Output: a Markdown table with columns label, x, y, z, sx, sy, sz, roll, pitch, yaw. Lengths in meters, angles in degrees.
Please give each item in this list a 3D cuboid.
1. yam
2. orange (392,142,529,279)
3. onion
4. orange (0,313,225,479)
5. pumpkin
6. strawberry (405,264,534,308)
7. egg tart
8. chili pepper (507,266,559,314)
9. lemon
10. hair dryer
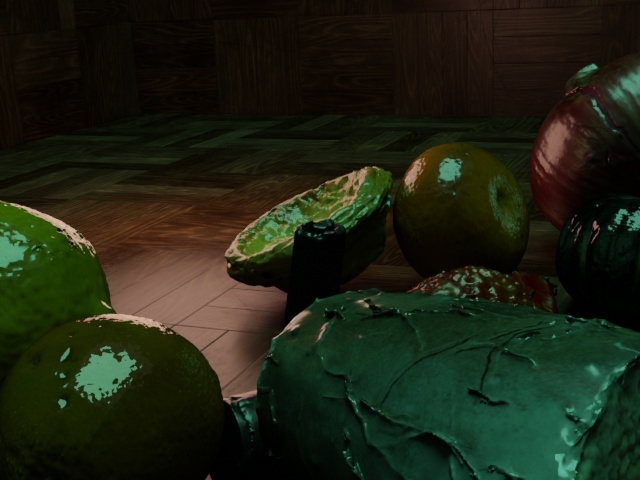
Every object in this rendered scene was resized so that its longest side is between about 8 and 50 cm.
| label | x | y | z | sx | sy | sz | roll | pitch | yaw |
| --- | --- | --- | --- | --- | --- | --- | --- | --- | --- |
| yam | 0.122 | 0.157 | 0.730 | 0.241 | 0.241 | 0.348 | -14 | 17 | -35 |
| orange | 0.201 | -0.034 | 1.403 | 0.170 | 0.224 | 0.224 | -18 | 3 | 38 |
| onion | 0.505 | -0.143 | 1.526 | 0.354 | 0.353 | 0.353 | -3 | 15 | 1 |
| orange | -0.181 | 0.158 | 0.818 | 0.206 | 0.206 | 0.206 | -3 | 15 | 1 |
| pumpkin | 0.421 | 0.022 | 1.256 | 0.221 | 0.161 | 0.220 | 8 | 12 | -2 |
| strawberry | 0.141 | 0.086 | 1.116 | 0.236 | 0.106 | 0.175 | -30 | 36 | -33 |
| egg tart | 0.000 | 0.000 | 1.398 | 0.294 | 0.123 | 0.294 | -27 | 14 | 7 |
| chili pepper | 0.273 | 0.102 | 1.199 | 0.088 | 0.065 | 0.169 | 17 | 21 | -7 |
| lemon | -0.353 | 0.078 | 1.031 | 0.267 | 0.267 | 0.267 | -3 | 15 | 1 |
| hair dryer | -0.002 | 0.100 | 0.885 | 0.197 | 0.251 | 0.089 | -9 | 26 | -28 |
